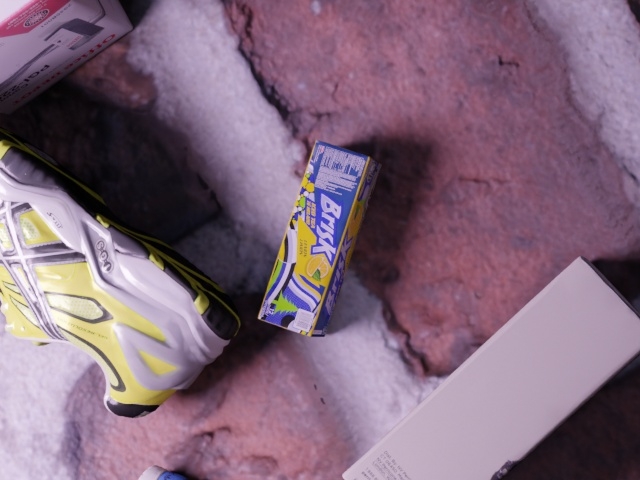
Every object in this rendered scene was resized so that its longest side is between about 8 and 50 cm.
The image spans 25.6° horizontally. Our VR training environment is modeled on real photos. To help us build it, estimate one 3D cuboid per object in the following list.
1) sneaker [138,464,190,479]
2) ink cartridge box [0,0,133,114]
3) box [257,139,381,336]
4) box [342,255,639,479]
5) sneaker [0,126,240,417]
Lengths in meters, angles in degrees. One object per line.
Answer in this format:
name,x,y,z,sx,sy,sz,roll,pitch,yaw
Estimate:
sneaker,-0.142,0.289,1.272,0.084,0.058,0.152,18,84,21
ink cartridge box,-0.281,-0.197,1.253,0.158,0.218,0.092,-33,86,9
box,0.000,0.000,1.259,0.054,0.059,0.169,19,91,14
box,0.154,0.139,1.192,0.275,0.113,0.094,-43,79,8
sneaker,-0.260,0.008,1.274,0.384,0.145,0.147,38,94,13
